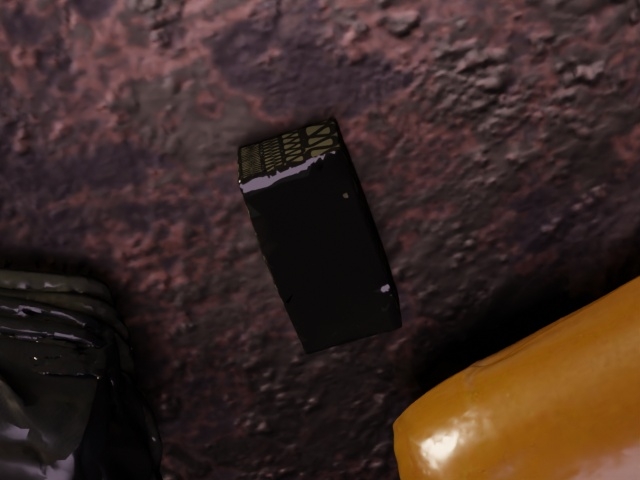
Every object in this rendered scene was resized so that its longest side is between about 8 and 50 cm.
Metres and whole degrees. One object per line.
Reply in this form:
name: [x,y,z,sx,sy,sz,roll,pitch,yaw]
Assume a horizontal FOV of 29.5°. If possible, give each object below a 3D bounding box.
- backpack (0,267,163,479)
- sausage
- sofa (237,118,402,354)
backpack: [-0.192,0.149,0.684,0.206,0.133,0.258,6,127,-4]
sausage: [0.213,0.071,0.656,0.354,0.134,0.116,-28,153,13]
sofa: [0.000,0.000,0.649,0.060,0.039,0.118,-18,120,5]
